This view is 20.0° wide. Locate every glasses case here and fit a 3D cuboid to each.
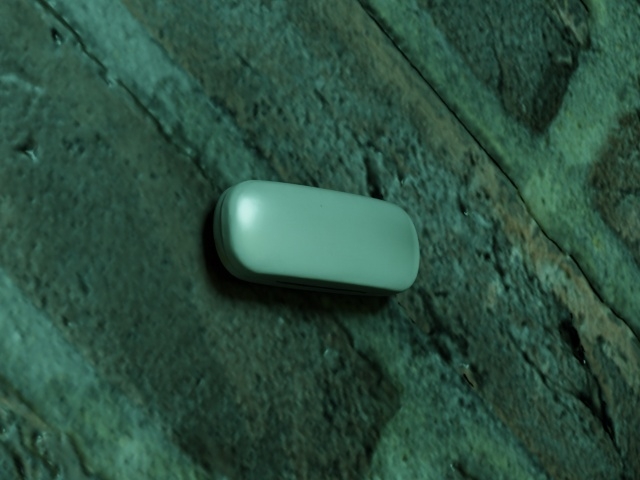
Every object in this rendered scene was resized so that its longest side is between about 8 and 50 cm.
[{"bbox_3d":[0.000,0.000,1.157,0.164,0.041,0.063,7,75,-42],"label":"glasses case"}]
